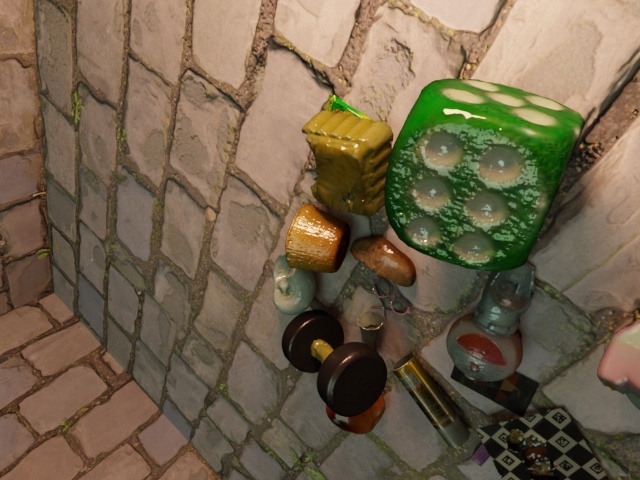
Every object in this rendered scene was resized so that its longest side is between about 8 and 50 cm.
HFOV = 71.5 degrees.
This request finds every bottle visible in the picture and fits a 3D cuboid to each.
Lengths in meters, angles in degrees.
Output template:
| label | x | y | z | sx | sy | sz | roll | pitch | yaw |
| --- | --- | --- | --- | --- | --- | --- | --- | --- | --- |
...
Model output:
| label | x | y | z | sx | sy | sz | roll | pitch | yaw |
| --- | --- | --- | --- | --- | --- | --- | --- | --- | --- |
| bottle | 0.331 | 0.480 | 1.332 | 0.286 | 0.082 | 0.082 | 54 | 134 | 3 |

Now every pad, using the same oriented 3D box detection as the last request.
| label | x | y | z | sx | sy | sz | roll | pitch | yaw |
| --- | --- | --- | --- | --- | --- | --- | --- | --- | --- |
| pad | 0.471 | 0.384 | 1.223 | 0.211 | 0.003 | 0.143 | 24 | 126 | 27 |

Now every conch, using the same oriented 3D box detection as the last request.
| label | x | y | z | sx | sy | sz | roll | pitch | yaw |
| --- | --- | --- | --- | --- | --- | --- | --- | --- | --- |
| conch | -0.091 | 0.136 | 1.458 | 0.185 | 0.121 | 0.221 | 34 | 123 | 25 |

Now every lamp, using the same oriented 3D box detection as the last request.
| label | x | y | z | sx | sy | sz | roll | pitch | yaw |
| --- | --- | --- | --- | --- | --- | --- | --- | --- | --- |
| lamp | 0.658 | 0.221 | 0.814 | 0.247 | 0.301 | 0.248 | 21 | 87 | 49 |

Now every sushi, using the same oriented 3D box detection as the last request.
| label | x | y | z | sx | sy | sz | roll | pitch | yaw |
| --- | --- | --- | --- | --- | --- | --- | --- | --- | --- |
| sushi | 0.601 | 0.589 | 1.199 | 0.264 | 0.050 | 0.290 | -30 | 90 | 29 |

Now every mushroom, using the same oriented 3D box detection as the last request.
| label | x | y | z | sx | sy | sz | roll | pitch | yaw |
| --- | --- | --- | --- | --- | --- | --- | --- | --- | --- |
| mushroom | 0.176 | 0.048 | 1.232 | 0.209 | 0.072 | 0.094 | 38 | 122 | 17 |

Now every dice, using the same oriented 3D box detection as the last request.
| label | x | y | z | sx | sy | sz | roll | pitch | yaw |
| --- | --- | --- | --- | --- | --- | --- | --- | --- | --- |
| dice | 0.311 | -0.133 | 0.871 | 0.287 | 0.300 | 0.297 | 24 | 126 | 24 |

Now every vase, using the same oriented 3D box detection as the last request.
| label | x | y | z | sx | sy | sz | roll | pitch | yaw |
| --- | --- | --- | --- | --- | --- | --- | --- | --- | --- |
| vase | 0.152 | 0.306 | 1.389 | 0.081 | 0.081 | 0.149 | 19 | 126 | 30 |

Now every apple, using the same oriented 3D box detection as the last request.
| label | x | y | z | sx | sy | sz | roll | pitch | yaw |
| --- | --- | --- | --- | --- | --- | --- | --- | --- | --- |
| apple | 0.121 | 0.550 | 1.481 | 0.199 | 0.199 | 0.199 | 18 | 123 | 30 |

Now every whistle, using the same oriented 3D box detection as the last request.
| label | x | y | z | sx | sy | sz | roll | pitch | yaw |
| --- | --- | --- | --- | --- | --- | --- | --- | --- | --- |
| whistle | 0.414 | 0.206 | 1.071 | 0.189 | 0.189 | 0.348 | 25 | 116 | 26 |

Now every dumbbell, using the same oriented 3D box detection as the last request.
| label | x | y | z | sx | sy | sz | roll | pitch | yaw |
| --- | --- | --- | --- | --- | --- | --- | --- | --- | --- |
| dumbbell | 0.034 | 0.357 | 1.344 | 0.322 | 0.203 | 0.204 | 28 | 133 | 58 |

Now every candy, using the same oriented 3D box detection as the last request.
| label | x | y | z | sx | sy | sz | roll | pitch | yaw |
| --- | --- | --- | --- | --- | --- | --- | --- | --- | --- |
| candy | 0.080 | -0.294 | 1.151 | 0.178 | 0.032 | 0.102 | 36 | 131 | 18 |

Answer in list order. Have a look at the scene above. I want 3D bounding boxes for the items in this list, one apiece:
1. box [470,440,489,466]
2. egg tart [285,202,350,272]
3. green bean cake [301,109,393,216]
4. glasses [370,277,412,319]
| label | x | y | z | sx | sy | sz | roll | pitch | yaw |
| --- | --- | --- | --- | --- | --- | --- | --- | --- | --- |
| box | 0.484 | 0.607 | 1.300 | 0.036 | 0.050 | 0.117 | 31 | 131 | 20 |
| egg tart | 0.000 | 0.000 | 1.282 | 0.147 | 0.202 | 0.203 | 15 | 123 | 16 |
| green bean cake | 0.060 | -0.190 | 1.126 | 0.232 | 0.124 | 0.236 | 22 | 140 | 32 |
| glasses | 0.197 | 0.184 | 1.320 | 0.140 | 0.062 | 0.104 | 42 | 154 | 13 |
